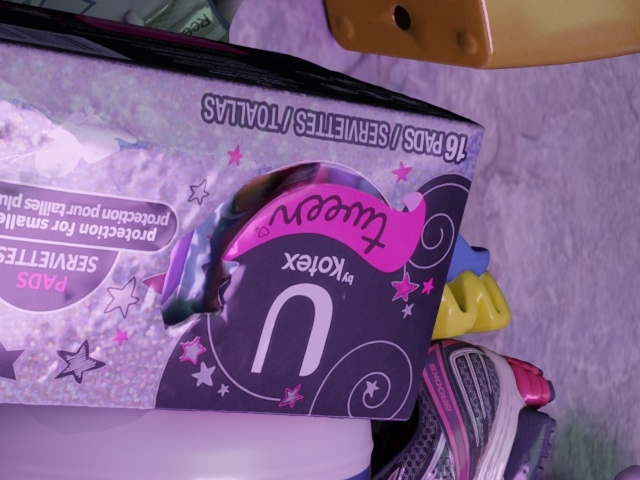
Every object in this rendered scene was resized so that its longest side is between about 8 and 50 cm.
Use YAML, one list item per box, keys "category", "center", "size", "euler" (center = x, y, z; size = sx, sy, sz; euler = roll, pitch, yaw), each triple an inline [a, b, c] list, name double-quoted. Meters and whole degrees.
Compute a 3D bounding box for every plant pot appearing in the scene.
- category: "plant pot"
  center: [0.107, -0.210, 1.061]
  size: [0.187, 0.212, 0.212]
  euler: [-27, 117, -33]

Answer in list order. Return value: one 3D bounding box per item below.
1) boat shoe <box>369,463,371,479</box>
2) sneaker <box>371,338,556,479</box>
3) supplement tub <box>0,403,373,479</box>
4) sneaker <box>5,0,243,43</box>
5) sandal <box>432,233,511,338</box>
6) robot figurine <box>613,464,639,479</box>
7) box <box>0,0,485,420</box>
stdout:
- category: "boat shoe"
  center: [-0.048, 0.250, 1.012]
  size: [0.109, 0.098, 0.302]
  euler: [25, 73, -63]
- category: "sneaker"
  center: [0.054, 0.210, 1.134]
  size: [0.112, 0.121, 0.299]
  euler: [19, 80, -21]
- category: "supplement tub"
  center: [-0.100, 0.220, 0.831]
  size: [0.235, 0.235, 0.325]
  euler: [0, 96, -51]
- category: "sneaker"
  center: [-0.123, -0.092, 0.841]
  size: [0.297, 0.129, 0.111]
  euler: [-56, 136, -28]
- category: "sandal"
  center: [0.000, 0.000, 1.026]
  size: [0.317, 0.126, 0.138]
  euler: [-5, 92, -57]
- category: "robot figurine"
  center: [0.215, 0.318, 1.260]
  size: [0.353, 0.199, 0.300]
  euler: [29, 73, -49]
- category: "box"
  center: [-0.083, -0.014, 0.728]
  size: [0.247, 0.163, 0.142]
  euler: [6, 103, -36]
